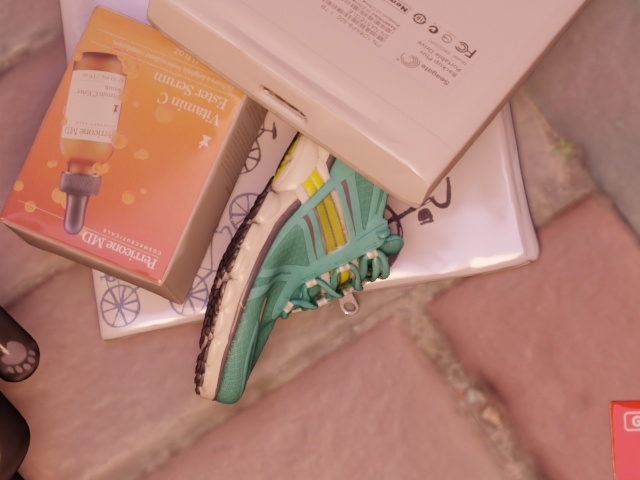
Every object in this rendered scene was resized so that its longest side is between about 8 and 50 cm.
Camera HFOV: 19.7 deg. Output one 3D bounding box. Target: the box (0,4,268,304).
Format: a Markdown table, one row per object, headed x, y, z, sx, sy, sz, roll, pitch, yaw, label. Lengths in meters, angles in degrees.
| x | y | z | sx | sy | sz | roll | pitch | yaw | label |
| --- | --- | --- | --- | --- | --- | --- | --- | --- | --- |
| -0.129 | -0.059 | 1.321 | 0.130 | 0.091 | 0.170 | 21 | 81 | 8 | box |

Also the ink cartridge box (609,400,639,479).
| x | y | z | sx | sy | sz | roll | pitch | yaw | label |
| --- | --- | --- | --- | --- | --- | --- | --- | --- | --- |
| 0.346 | 0.224 | 1.294 | 0.275 | 0.060 | 0.238 | -2 | 79 | 2 | ink cartridge box |

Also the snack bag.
| x | y | z | sx | sy | sz | roll | pitch | yaw | label |
| --- | --- | --- | --- | --- | --- | --- | --- | --- | --- |
| -0.017 | -0.102 | 1.390 | 0.343 | 0.037 | 0.323 | -8 | 77 | 0 | snack bag |

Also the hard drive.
| x | y | z | sx | sy | sz | roll | pitch | yaw | label |
| --- | --- | --- | --- | --- | --- | --- | --- | --- | --- |
| 0.073 | -0.207 | 1.335 | 0.233 | 0.047 | 0.353 | 35 | 58 | 9 | hard drive |

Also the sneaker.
| x | y | z | sx | sy | sz | roll | pitch | yaw | label |
| --- | --- | --- | --- | --- | --- | --- | --- | --- | --- |
| 0.000 | 0.000 | 1.298 | 0.110 | 0.107 | 0.275 | 32 | 78 | -2 | sneaker |

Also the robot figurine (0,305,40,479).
| x | y | z | sx | sy | sz | roll | pitch | yaw | label |
| --- | --- | --- | --- | --- | --- | --- | --- | --- | --- |
| -0.312 | 0.126 | 1.263 | 0.278 | 0.173 | 0.209 | 50 | 58 | -12 | robot figurine |
